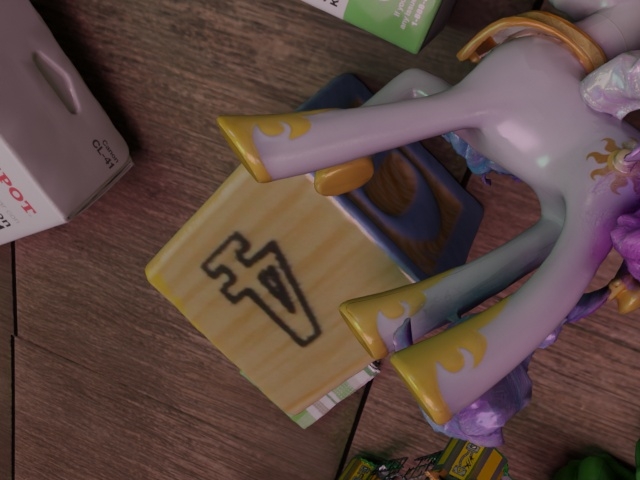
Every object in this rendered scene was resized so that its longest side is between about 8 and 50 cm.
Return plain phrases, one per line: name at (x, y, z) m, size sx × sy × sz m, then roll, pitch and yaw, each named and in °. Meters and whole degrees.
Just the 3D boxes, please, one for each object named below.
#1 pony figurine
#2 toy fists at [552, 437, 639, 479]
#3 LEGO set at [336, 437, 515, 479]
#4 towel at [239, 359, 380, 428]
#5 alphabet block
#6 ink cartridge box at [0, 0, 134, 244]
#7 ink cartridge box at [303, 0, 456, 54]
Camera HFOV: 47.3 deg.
pony figurine at (0.174, -0.045, 0.448) m, size 0.363 × 0.303 × 0.351 m, roll -34°, pitch 68°, yaw -7°
toy fists at (0.331, 0.260, 0.724) m, size 0.142 × 0.096 × 0.279 m, roll 43°, pitch 126°, yaw -11°
LEGO set at (0.105, 0.353, 0.745) m, size 0.255 × 0.192 × 0.331 m, roll 50°, pitch 146°, yaw -9°
towel at (-0.015, 0.146, 0.848) m, size 0.113 × 0.023 × 0.152 m, roll 43°, pitch 126°, yaw -2°
alphabet block at (0.000, 0.000, 0.660) m, size 0.193 × 0.192 × 0.197 m, roll 46°, pitch 124°, yaw -4°
ink cartridge box at (-0.388, -0.104, 0.763) m, size 0.306 × 0.131 × 0.226 m, roll -13°, pitch 120°, yaw 34°
ink cartridge box at (-0.001, -0.296, 0.543) m, size 0.278 × 0.117 × 0.201 m, roll 27°, pitch 123°, yaw 7°
